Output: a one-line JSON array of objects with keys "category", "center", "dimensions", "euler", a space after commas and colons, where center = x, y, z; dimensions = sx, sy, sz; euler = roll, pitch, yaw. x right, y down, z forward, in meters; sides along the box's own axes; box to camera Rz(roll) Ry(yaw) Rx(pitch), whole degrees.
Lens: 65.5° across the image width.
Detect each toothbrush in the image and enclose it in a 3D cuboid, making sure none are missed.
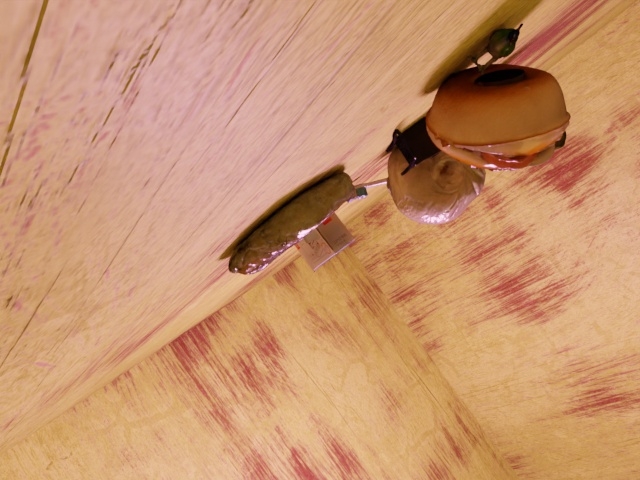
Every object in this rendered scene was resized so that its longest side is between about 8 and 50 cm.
[{"category": "toothbrush", "center": [0.267, -0.171, 1.333], "dimensions": [0.419, 0.040, 0.042], "euler": [-14, 163, -1]}]

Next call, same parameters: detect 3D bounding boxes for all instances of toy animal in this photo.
[{"category": "toy animal", "center": [0.276, -0.300, 0.792], "dimensions": [0.075, 0.041, 0.217], "euler": [-38, -179, 20]}]

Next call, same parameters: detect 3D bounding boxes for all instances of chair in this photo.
[{"category": "chair", "center": [0.209, -0.210, 1.061], "dimensions": [0.102, 0.084, 0.212], "euler": [-33, 177, 0]}]

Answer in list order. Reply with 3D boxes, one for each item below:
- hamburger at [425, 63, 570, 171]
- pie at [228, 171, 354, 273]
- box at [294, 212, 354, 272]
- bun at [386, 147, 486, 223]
[{"category": "hamburger", "center": [0.286, -0.204, 0.822], "dimensions": [0.237, 0.147, 0.236], "euler": [-7, -146, 5]}, {"category": "pie", "center": [-0.049, -0.032, 1.030], "dimensions": [0.323, 0.070, 0.323], "euler": [-37, 179, -1]}, {"category": "box", "center": [0.000, 0.000, 1.501], "dimensions": [0.079, 0.135, 0.269], "euler": [-35, 178, -21]}, {"category": "bun", "center": [0.280, -0.163, 1.231], "dimensions": [0.244, 0.243, 0.153], "euler": [-36, 170, -7]}]
